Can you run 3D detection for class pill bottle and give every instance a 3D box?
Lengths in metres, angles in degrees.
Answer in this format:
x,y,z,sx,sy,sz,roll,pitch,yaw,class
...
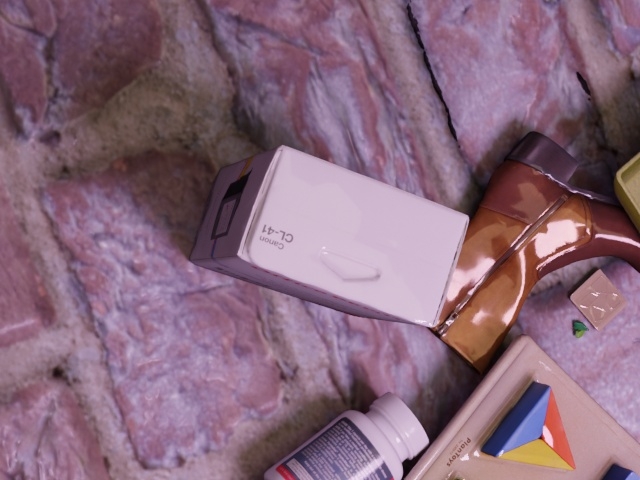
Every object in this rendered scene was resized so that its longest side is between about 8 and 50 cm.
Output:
x,y,z,sx,sy,sz,roll,pitch,yaw,class
0.034,0.263,1.634,0.180,0.108,0.108,-36,97,-14,pill bottle

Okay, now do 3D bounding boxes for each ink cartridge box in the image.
x,y,z,sx,sy,sz,roll,pitch,yaw,class
0.000,0.000,1.535,0.226,0.306,0.131,20,83,-14,ink cartridge box

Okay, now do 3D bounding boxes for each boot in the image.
x,y,z,sx,sy,sz,roll,pitch,yaw,class
0.274,0.048,1.718,0.264,0.096,0.280,39,80,-12,boot

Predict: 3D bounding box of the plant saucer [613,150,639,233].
x,y,z,sx,sy,sz,roll,pitch,yaw,class
0.444,-0.040,1.706,0.188,0.045,0.188,-37,96,-36,plant saucer

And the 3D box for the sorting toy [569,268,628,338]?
x,y,z,sx,sy,sz,roll,pitch,yaw,class
0.345,0.085,1.778,0.083,0.012,0.062,-41,96,-13,sorting toy

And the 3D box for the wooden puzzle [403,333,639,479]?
x,y,z,sx,sy,sz,roll,pitch,yaw,class
0.266,0.338,1.682,0.348,0.080,0.322,44,77,-19,wooden puzzle
